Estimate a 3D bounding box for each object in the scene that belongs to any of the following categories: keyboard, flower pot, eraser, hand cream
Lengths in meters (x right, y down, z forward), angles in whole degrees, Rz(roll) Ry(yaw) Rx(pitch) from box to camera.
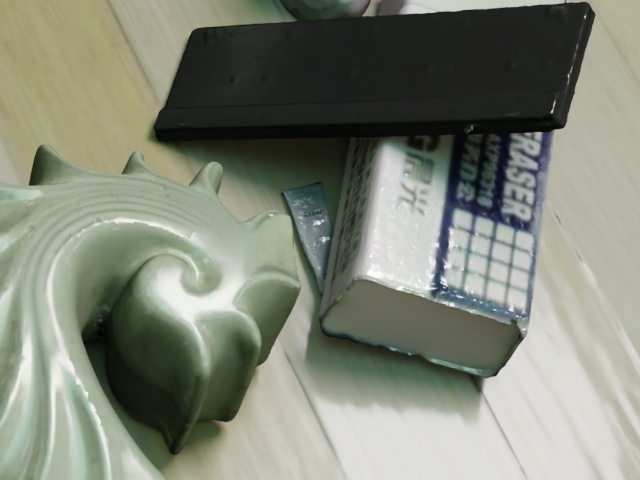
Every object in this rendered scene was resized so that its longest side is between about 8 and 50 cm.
[{"bbox_3d":[0.028,-0.106,1.288,0.310,0.018,0.101,0,58,32],"label":"keyboard"},{"bbox_3d":[-0.140,0.124,1.172,0.254,0.164,0.367,4,63,-12],"label":"flower pot"},{"bbox_3d":[0.088,-0.061,1.326,0.130,0.086,0.287,18,59,-9],"label":"eraser"},{"bbox_3d":[0.000,0.000,1.330,0.030,0.019,0.093,-11,65,-15],"label":"hand cream"}]

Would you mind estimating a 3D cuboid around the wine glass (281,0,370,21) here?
[{"bbox_3d":[0.013,-0.212,1.356,0.073,0.155,0.073,3,69,-7],"label":"wine glass"}]
